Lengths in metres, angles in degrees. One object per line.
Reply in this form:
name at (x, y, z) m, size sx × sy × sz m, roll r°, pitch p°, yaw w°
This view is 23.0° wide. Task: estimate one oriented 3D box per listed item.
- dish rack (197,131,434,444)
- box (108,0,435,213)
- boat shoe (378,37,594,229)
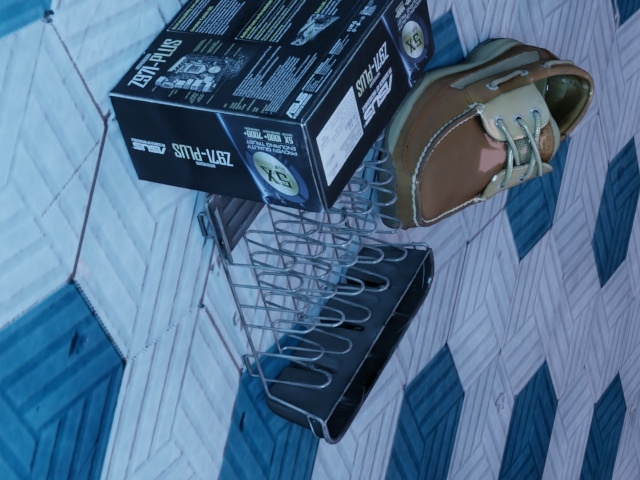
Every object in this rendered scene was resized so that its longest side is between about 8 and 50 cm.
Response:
dish rack at (0.000, 0.000, 1.234) m, size 0.208 × 0.074 × 0.271 m, roll -57°, pitch 146°, yaw -37°
box at (-0.028, -0.113, 1.052) m, size 0.180 × 0.147 × 0.077 m, roll -57°, pitch 147°, yaw -37°
boat shoe at (0.161, -0.106, 1.453) m, size 0.324 × 0.120 × 0.122 m, roll -44°, pitch 137°, yaw -49°
